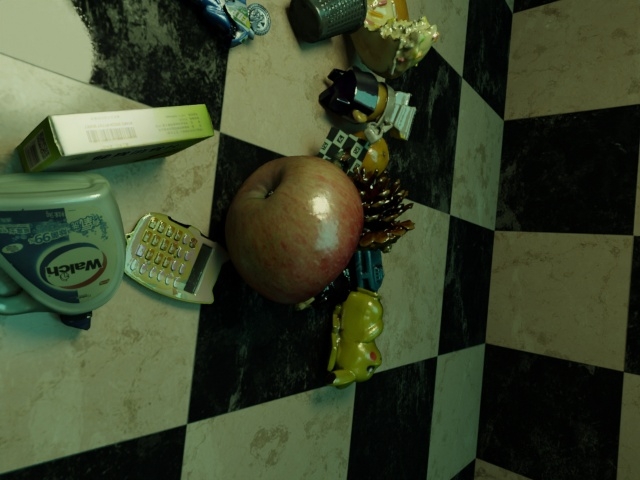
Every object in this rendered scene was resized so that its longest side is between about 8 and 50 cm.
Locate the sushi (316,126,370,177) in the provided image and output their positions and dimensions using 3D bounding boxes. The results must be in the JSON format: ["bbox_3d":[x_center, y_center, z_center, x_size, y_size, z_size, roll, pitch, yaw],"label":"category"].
[{"bbox_3d":[0.036,-0.218,1.220,0.192,0.040,0.210,8,116,-45],"label":"sushi"}]

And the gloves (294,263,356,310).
[{"bbox_3d":[0.007,0.138,1.204,0.164,0.124,0.203,54,44,-15],"label":"gloves"}]

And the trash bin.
[{"bbox_3d":[0.008,-0.612,1.113,0.161,0.175,0.176,-41,123,-25],"label":"trash bin"}]

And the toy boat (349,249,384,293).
[{"bbox_3d":[0.172,0.065,1.405,0.134,0.092,0.299,-27,113,-49],"label":"toy boat"}]

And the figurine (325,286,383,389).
[{"bbox_3d":[0.106,0.306,1.281,0.218,0.169,0.327,38,56,-70],"label":"figurine"}]

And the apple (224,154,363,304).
[{"bbox_3d":[-0.066,-0.040,0.949,0.269,0.344,0.345,42,59,-19],"label":"apple"}]

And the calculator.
[{"bbox_3d":[-0.305,0.039,0.880,0.236,0.033,0.157,36,67,-43],"label":"calculator"}]

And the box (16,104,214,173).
[{"bbox_3d":[-0.338,-0.169,0.708,0.260,0.175,0.062,-24,102,-47],"label":"box"}]

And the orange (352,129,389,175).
[{"bbox_3d":[0.151,-0.271,1.324,0.156,0.124,0.156,-2,93,-46],"label":"orange"}]

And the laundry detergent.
[{"bbox_3d":[-0.423,0.037,0.658,0.214,0.105,0.281,-8,127,-31],"label":"laundry detergent"}]

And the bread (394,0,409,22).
[{"bbox_3d":[0.206,-0.747,1.356,0.174,0.121,0.246,-36,121,-43],"label":"bread"}]

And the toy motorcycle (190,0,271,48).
[{"bbox_3d":[-0.221,-0.508,0.895,0.254,0.092,0.136,27,82,-38],"label":"toy motorcycle"}]

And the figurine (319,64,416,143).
[{"bbox_3d":[0.145,-0.417,1.251,0.308,0.308,0.143,-10,142,-49],"label":"figurine"}]

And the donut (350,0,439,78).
[{"bbox_3d":[0.184,-0.638,1.161,0.150,0.307,0.371,-19,93,-17],"label":"donut"}]

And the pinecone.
[{"bbox_3d":[0.149,-0.089,1.205,0.264,0.264,0.264,-5,97,-50],"label":"pinecone"}]
